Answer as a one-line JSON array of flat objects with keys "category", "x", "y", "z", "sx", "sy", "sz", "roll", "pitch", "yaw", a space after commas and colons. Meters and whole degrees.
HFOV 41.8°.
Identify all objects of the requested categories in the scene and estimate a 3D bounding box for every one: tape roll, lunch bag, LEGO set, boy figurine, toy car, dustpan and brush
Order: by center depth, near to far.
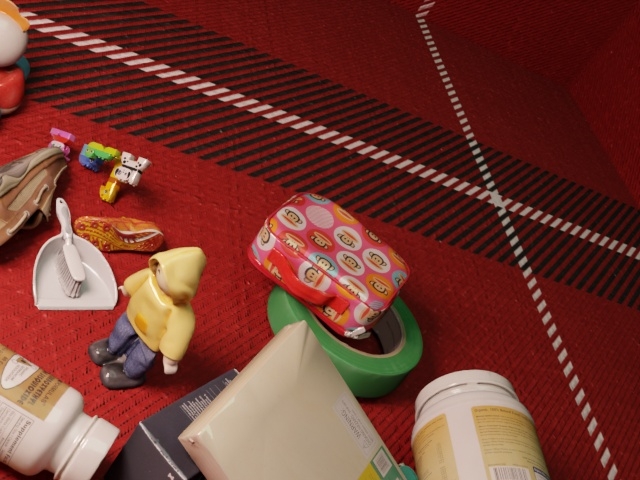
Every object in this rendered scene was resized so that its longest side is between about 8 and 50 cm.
[{"category": "boy figurine", "x": -0.257, "y": 0.120, "z": 1.296, "sx": 0.092, "sy": 0.285, "sz": 0.177, "roll": -5, "pitch": 56, "yaw": -44}, {"category": "dustpan and brush", "x": -0.438, "y": 0.019, "z": 1.454, "sx": 0.147, "sy": 0.060, "sz": 0.211, "roll": 3, "pitch": 46, "yaw": -39}, {"category": "toy car", "x": -0.644, "y": -0.373, "z": 1.584, "sx": 0.210, "sy": 0.238, "sz": 0.219, "roll": 25, "pitch": 35, "yaw": -16}, {"category": "lunch bag", "x": 0.014, "y": 0.049, "z": 1.613, "sx": 0.293, "sy": 0.120, "sz": 0.258, "roll": 38, "pitch": 32, "yaw": 6}, {"category": "LEGO set", "x": -0.427, "y": -0.132, "z": 1.622, "sx": 0.227, "sy": 0.093, "sz": 0.087, "roll": 19, "pitch": -9, "yaw": 21}, {"category": "tape roll", "x": 0.051, "y": 0.165, "z": 1.679, "sx": 0.321, "sy": 0.077, "sz": 0.321, "roll": 24, "pitch": 33, "yaw": -16}]

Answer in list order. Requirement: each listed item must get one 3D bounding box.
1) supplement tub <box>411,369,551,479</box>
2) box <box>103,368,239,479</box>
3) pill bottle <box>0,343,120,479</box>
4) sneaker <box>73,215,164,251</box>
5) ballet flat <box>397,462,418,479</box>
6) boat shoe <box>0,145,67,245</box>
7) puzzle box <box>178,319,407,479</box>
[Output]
[{"category": "supplement tub", "x": 0.282, "y": 0.409, "z": 1.470, "sx": 0.228, "sy": 0.228, "sz": 0.316, "roll": 21, "pitch": 37, "yaw": -21}, {"category": "box", "x": -0.192, "y": 0.307, "z": 1.245, "sx": 0.108, "sy": 0.153, "sz": 0.207, "roll": 47, "pitch": 35, "yaw": 15}, {"category": "pill bottle", "x": -0.401, "y": 0.246, "z": 1.154, "sx": 0.229, "sy": 0.131, "sz": 0.131, "roll": 33, "pitch": 34, "yaw": -5}, {"category": "sneaker", "x": -0.380, "y": -0.015, "z": 1.563, "sx": 0.175, "sy": 0.064, "sz": 0.067, "roll": 12, "pitch": 21, "yaw": -39}, {"category": "ballet flat", "x": 0.067, "y": 0.437, "z": 1.386, "sx": 0.241, "sy": 0.077, "sz": 0.091, "roll": -4, "pitch": 55, "yaw": -41}, {"category": "boat shoe", "x": -0.529, "y": -0.073, "z": 1.459, "sx": 0.116, "sy": 0.123, "sz": 0.324, "roll": 65, "pitch": 20, "yaw": -17}, {"category": "puzzle box", "x": -0.005, "y": 0.360, "z": 1.239, "sx": 0.409, "sy": 0.052, "sz": 0.272, "roll": 59, "pitch": 43, "yaw": -12}]
